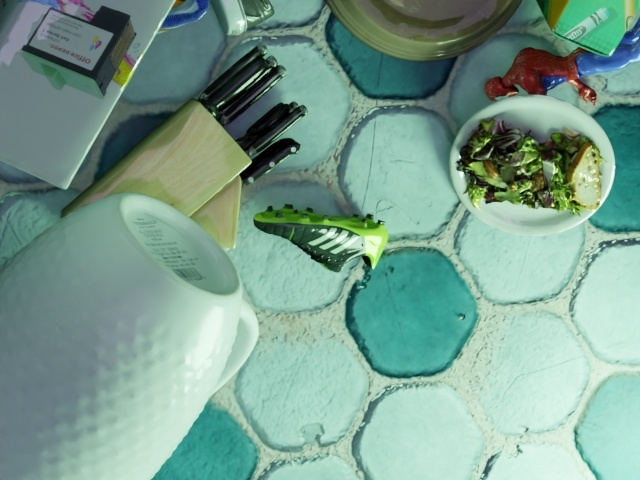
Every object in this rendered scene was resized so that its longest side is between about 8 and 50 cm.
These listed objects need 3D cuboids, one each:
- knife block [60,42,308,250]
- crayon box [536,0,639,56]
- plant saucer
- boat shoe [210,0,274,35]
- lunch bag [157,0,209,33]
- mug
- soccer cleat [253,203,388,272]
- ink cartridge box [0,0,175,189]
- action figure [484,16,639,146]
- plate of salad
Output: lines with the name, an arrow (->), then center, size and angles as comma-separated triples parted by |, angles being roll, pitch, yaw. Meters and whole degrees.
knife block -> -0.158, -0.116, 1.659 | 0.275, 0.088, 0.242 | 3, 98, -10
crayon box -> 0.349, -0.369, 1.622 | 0.081, 0.165, 0.278 | 21, 116, -13
plant saucer -> 0.128, -0.353, 1.695 | 0.278, 0.041, 0.278 | -1, 99, -9
boat shoe -> -0.108, -0.353, 1.636 | 0.076, 0.080, 0.228 | -21, 103, -12
lunch bag -> -0.330, -0.287, 1.481 | 0.385, 0.328, 0.239 | -12, 103, -9
mug -> -0.220, 0.127, 1.583 | 0.328, 0.276, 0.374 | -50, 149, 18
soccer cleat -> 0.000, 0.000, 1.706 | 0.179, 0.060, 0.072 | 7, 104, -27
ink cartridge box -> -0.213, -0.207, 1.248 | 0.117, 0.201, 0.278 | 29, 99, -21
action figure -> 0.342, -0.190, 1.716 | 0.280, 0.091, 0.139 | -13, 120, 18
plate of salad -> 0.255, -0.083, 1.718 | 0.200, 0.048, 0.200 | 5, 125, 7
